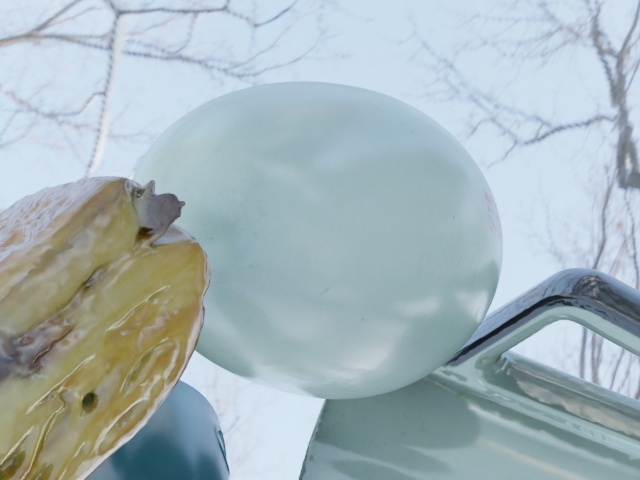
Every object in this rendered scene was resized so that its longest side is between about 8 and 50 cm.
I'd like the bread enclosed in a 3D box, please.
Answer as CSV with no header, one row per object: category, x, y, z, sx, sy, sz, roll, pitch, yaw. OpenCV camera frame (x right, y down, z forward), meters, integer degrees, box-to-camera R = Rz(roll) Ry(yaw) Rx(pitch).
bread,-0.159,0.072,0.647,0.099,0.235,0.210,51,-24,-15

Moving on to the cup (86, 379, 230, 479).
cup,-0.150,0.216,1.156,0.167,0.173,0.300,-16,-60,-4

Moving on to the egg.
egg,0.000,0.000,1.038,0.230,0.371,0.230,-3,-96,28

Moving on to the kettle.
kettle,0.198,0.184,1.226,0.376,0.250,0.361,19,-61,16
